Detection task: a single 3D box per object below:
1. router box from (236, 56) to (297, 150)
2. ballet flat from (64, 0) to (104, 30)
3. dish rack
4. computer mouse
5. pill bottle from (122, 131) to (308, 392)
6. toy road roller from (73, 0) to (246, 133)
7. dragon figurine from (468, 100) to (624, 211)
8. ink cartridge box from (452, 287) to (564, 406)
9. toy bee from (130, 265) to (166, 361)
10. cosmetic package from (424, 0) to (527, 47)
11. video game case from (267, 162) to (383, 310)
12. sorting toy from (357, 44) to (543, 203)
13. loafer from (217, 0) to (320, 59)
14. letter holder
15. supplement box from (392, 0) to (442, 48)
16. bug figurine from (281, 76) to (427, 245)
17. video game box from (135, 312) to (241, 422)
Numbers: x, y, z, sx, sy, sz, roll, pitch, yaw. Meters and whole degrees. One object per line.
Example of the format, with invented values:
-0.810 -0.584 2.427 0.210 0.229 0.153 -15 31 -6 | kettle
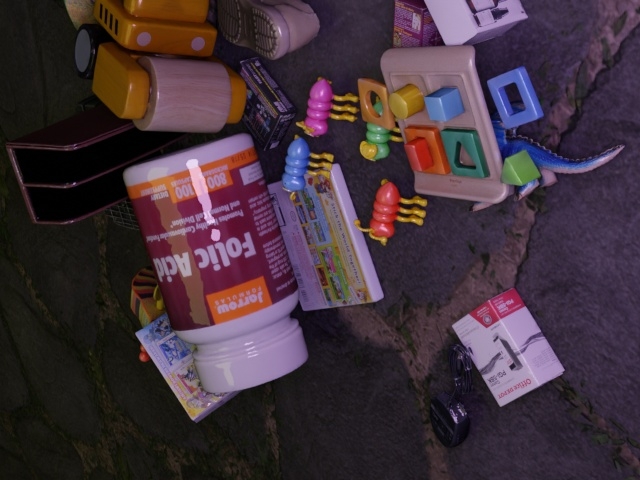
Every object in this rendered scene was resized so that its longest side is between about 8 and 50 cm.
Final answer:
-0.097 -0.222 1.849 0.122 0.038 0.092 54 143 18 | router box
-0.405 -0.526 2.030 0.123 0.123 0.348 27 128 43 | ballet flat
-0.391 -0.156 2.248 0.208 0.074 0.271 13 120 51 | dish rack
0.202 0.227 1.673 0.071 0.041 0.242 54 156 33 | computer mouse
-0.164 0.036 1.877 0.224 0.224 0.392 -6 103 54 | pill bottle
-0.256 -0.335 1.836 0.329 0.203 0.240 46 128 47 | toy road roller
0.231 -0.124 1.431 0.289 0.085 0.144 -14 98 56 | dragon figurine
0.258 0.149 1.572 0.135 0.056 0.099 60 144 11 | ink cartridge box
-0.303 0.162 2.228 0.298 0.162 0.195 22 123 46 | toy bee
0.156 -0.358 1.391 0.060 0.099 0.239 -29 85 53 | cosmetic package
0.000 0.000 1.857 0.206 0.026 0.227 -12 98 55 | video game case
0.142 -0.142 1.418 0.348 0.047 0.196 12 122 56 | sorting toy
-0.084 -0.341 1.727 0.268 0.092 0.102 -132 38 -51 | loafer
-0.348 -0.150 1.985 0.214 0.302 0.152 4 116 44 | letter holder
0.130 -0.280 1.515 0.055 0.043 0.083 32 133 40 | supplement box
0.035 -0.123 1.678 0.279 0.072 0.216 28 122 38 | bug figurine
-0.212 0.203 2.115 0.205 0.187 0.048 53 172 20 | video game box
